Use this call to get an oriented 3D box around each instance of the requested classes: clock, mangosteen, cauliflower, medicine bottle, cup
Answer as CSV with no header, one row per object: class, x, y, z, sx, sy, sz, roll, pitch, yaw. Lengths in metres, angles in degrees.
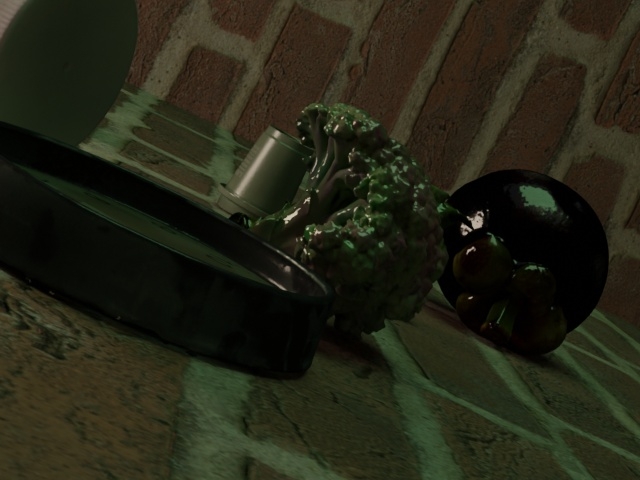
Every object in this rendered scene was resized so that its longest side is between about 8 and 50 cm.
clock,-0.166,0.000,1.392,0.386,0.076,0.386,25,6,-3
mangosteen,0.288,0.045,2.305,0.275,0.275,0.302,26,42,-3
cauliflower,0.000,0.000,1.634,0.256,0.315,0.239,66,10,-50
medicine bottle,-0.377,-0.245,1.780,0.241,0.252,0.252,29,6,25
cup,-0.077,-0.094,2.294,0.120,0.141,0.120,27,4,-2

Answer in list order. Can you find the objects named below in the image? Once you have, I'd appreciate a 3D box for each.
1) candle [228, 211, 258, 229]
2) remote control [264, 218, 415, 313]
candle,-0.057,0.009,1.916,0.131,0.052,0.052,23,6,-32
remote control,0.026,0.036,2.040,0.230,0.049,0.090,25,7,-12
